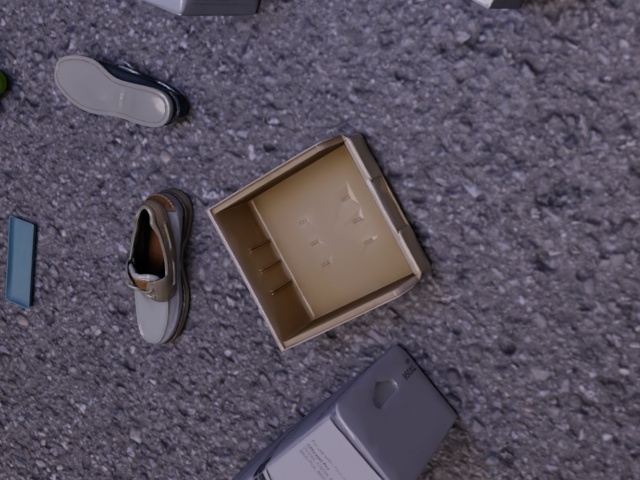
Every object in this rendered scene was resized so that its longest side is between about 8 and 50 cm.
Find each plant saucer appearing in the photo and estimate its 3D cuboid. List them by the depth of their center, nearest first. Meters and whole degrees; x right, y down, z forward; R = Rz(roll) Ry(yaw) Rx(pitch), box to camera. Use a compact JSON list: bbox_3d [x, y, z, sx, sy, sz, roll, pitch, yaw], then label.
[{"bbox_3d":[-0.619,0.045,1.715,0.067,0.018,0.192,19,112,21],"label":"plant saucer"}]

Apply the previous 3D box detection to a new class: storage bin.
[{"bbox_3d":[0.000,0.000,1.334,0.260,0.123,0.262,-28,90,30],"label":"storage bin"}]

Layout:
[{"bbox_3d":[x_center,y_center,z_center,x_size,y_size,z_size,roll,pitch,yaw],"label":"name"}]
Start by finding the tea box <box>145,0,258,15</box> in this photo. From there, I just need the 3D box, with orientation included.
[{"bbox_3d":[-0.248,-0.543,1.253,0.329,0.220,0.324,23,112,19],"label":"tea box"}]

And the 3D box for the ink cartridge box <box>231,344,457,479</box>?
[{"bbox_3d":[-0.001,0.379,1.344,0.166,0.285,0.395,49,119,5],"label":"ink cartridge box"}]

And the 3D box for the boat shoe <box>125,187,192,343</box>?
[{"bbox_3d":[-0.307,0.058,1.513,0.113,0.103,0.302,13,109,23],"label":"boat shoe"}]

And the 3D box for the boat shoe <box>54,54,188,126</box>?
[{"bbox_3d":[-0.352,-0.267,1.461,0.254,0.079,0.095,17,108,19],"label":"boat shoe"}]

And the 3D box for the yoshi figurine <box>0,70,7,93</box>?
[{"bbox_3d":[-0.793,-0.324,1.571,0.362,0.204,0.203,-9,145,-6],"label":"yoshi figurine"}]

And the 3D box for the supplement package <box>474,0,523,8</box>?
[{"bbox_3d":[0.225,-0.374,1.087,0.105,0.179,0.105,34,116,14],"label":"supplement package"}]
